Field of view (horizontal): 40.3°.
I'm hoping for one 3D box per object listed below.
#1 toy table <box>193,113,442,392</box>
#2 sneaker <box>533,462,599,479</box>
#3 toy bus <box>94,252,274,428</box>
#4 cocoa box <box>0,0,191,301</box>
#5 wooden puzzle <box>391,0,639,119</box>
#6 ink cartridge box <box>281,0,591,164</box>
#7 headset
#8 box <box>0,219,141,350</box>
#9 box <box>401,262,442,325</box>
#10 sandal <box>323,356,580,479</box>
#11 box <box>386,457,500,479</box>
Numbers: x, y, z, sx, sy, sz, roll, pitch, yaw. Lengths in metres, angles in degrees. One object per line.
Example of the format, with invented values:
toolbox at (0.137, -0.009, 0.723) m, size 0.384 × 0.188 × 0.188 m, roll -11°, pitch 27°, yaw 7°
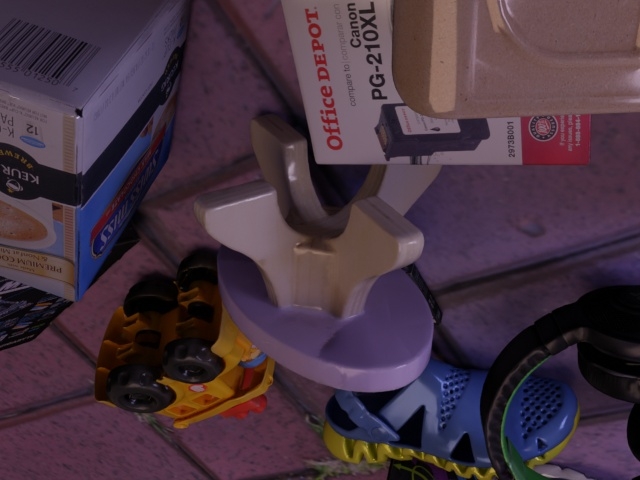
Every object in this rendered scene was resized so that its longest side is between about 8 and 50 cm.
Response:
toy table at (0.000, 0.000, 0.817) m, size 0.274 × 0.252 × 0.161 m, roll 31°, pitch 132°, yaw 37°
sneaker at (0.262, 0.356, 1.124) m, size 0.275 × 0.110 × 0.107 m, roll 3°, pitch 131°, yaw 15°
toy bus at (-0.128, 0.141, 1.049) m, size 0.220 × 0.149 × 0.211 m, roll -28°, pitch 131°, yaw 33°
cocoa box at (-0.324, -0.142, 0.783) m, size 0.347 × 0.231 × 0.228 m, roll 19°, pitch 135°, yaw 2°
wooden puzzle at (0.221, -0.242, 0.542) m, size 0.348 × 0.080 × 0.322 m, roll -1°, pitch 115°, yaw -3°
ink cartridge box at (0.102, -0.156, 0.720) m, size 0.237 × 0.100 × 0.172 m, roll 1°, pitch 130°, yaw 17°
headset at (0.350, 0.152, 0.842) m, size 0.394 × 0.185 × 0.243 m, roll -31°, pitch 108°, yaw 13°
box at (-0.394, 0.065, 0.967) m, size 0.293 × 0.295 × 0.073 m, roll -39°, pitch 76°, yaw 39°
box at (0.091, 0.066, 0.981) m, size 0.067 × 0.018 × 0.083 m, roll -13°, pitch 125°, yaw 28°
sandal at (0.136, 0.191, 1.013) m, size 0.317 × 0.126 × 0.138 m, roll -5°, pitch 125°, yaw 21°
box at (0.169, 0.282, 1.083) m, size 0.162 × 0.116 × 0.029 m, roll 18°, pitch 133°, yaw 1°
